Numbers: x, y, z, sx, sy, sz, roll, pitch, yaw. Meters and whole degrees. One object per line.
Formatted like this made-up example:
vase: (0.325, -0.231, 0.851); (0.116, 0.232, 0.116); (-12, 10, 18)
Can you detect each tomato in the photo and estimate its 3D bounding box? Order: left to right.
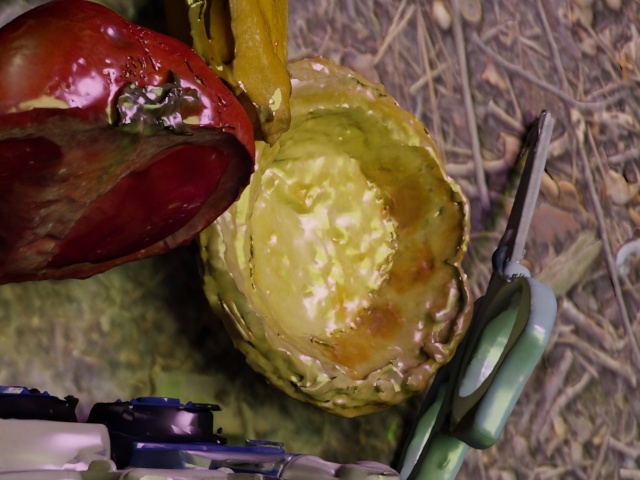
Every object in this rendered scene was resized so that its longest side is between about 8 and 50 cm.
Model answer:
tomato: (-0.130, -0.051, 0.711); (0.189, 0.173, 0.099); (4, 62, -41)

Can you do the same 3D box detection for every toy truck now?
toy truck: (-0.083, 0.146, 0.701); (0.213, 0.177, 0.161); (9, 77, -42)

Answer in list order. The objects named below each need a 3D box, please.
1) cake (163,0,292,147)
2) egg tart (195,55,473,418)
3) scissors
cake: (-0.059, -0.138, 0.792); (0.116, 0.080, 0.184); (65, 20, -47)
egg tart: (-0.001, 0.001, 0.864); (0.213, 0.090, 0.212); (13, 71, -41)
scissors: (0.114, 0.021, 0.955); (0.029, 0.191, 0.360); (25, 44, -5)
